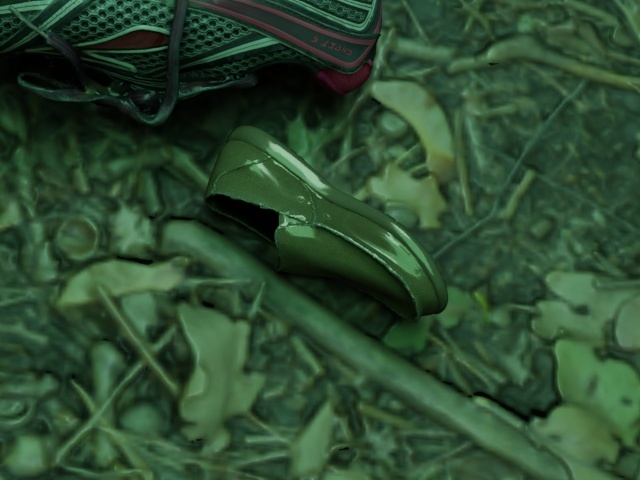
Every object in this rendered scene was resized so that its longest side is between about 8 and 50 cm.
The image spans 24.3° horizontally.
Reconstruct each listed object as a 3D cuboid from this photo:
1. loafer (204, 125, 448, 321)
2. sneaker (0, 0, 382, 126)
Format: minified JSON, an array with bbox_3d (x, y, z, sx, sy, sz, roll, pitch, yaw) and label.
[{"bbox_3d":[0.000,0.000,0.779,0.148,0.056,0.050,36,70,15],"label":"loafer"},{"bbox_3d":[-0.113,-0.111,0.770,0.299,0.121,0.112,-9,103,-4],"label":"sneaker"}]
